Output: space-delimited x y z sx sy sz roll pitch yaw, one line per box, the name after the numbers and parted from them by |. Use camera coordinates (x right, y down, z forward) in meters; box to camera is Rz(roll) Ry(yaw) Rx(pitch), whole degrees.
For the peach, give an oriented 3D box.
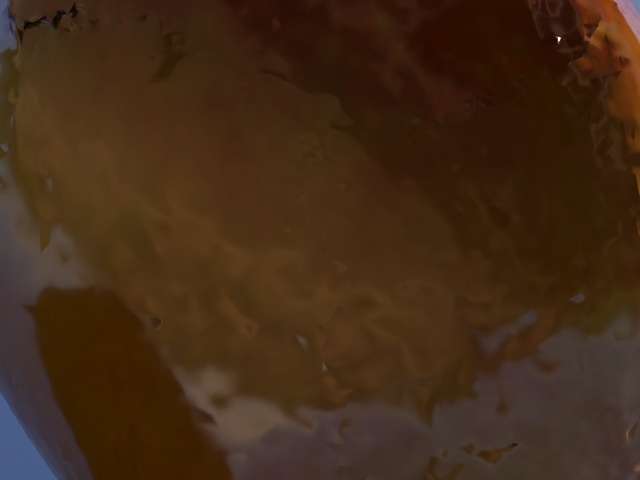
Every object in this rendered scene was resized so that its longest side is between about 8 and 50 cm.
0.002 -0.001 0.758 0.289 0.373 0.372 -32 -137 -12 | peach
